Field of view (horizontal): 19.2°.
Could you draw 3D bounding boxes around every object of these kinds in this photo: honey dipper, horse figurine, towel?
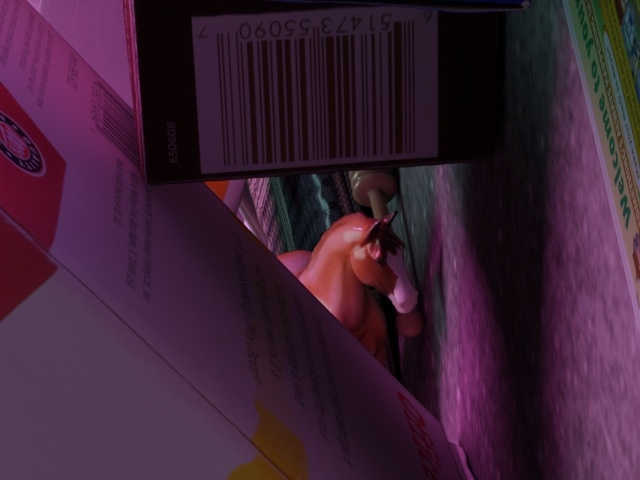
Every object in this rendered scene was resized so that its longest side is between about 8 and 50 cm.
[{"bbox_3d":[0.043,-0.002,1.199,0.160,0.030,0.030,-103,10,-45],"label":"honey dipper"},{"bbox_3d":[0.004,0.065,1.188,0.174,0.066,0.263,70,165,-9],"label":"horse figurine"},{"bbox_3d":[0.000,0.000,1.456,0.324,0.056,0.312,117,141,-74],"label":"towel"}]

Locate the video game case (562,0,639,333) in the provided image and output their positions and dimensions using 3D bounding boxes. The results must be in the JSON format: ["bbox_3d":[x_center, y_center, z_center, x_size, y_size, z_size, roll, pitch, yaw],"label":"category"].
[{"bbox_3d":[0.097,-0.108,0.533,0.193,0.023,0.212,95,169,-58],"label":"video game case"}]

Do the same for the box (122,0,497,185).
[{"bbox_3d":[-0.013,-0.144,0.913,0.203,0.168,0.167,-106,12,-63],"label":"box"}]

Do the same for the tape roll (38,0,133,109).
[{"bbox_3d":[-0.058,-0.148,1.127,0.072,0.219,0.219,-99,8,-45],"label":"tape roll"}]

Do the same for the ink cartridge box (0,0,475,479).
[{"bbox_3d":[-0.095,0.075,0.879,0.384,0.160,0.279,45,-169,-19],"label":"ink cartridge box"}]

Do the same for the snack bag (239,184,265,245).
[{"bbox_3d":[-0.066,-0.109,1.791,0.342,0.037,0.323,62,-161,-59],"label":"snack bag"}]

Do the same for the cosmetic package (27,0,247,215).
[{"bbox_3d":[-0.123,-0.221,1.237,0.161,0.230,0.453,-100,21,-44],"label":"cosmetic package"}]

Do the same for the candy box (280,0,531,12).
[{"bbox_3d":[0.016,-0.270,0.618,0.268,0.122,0.317,-91,1,-62],"label":"candy box"}]
